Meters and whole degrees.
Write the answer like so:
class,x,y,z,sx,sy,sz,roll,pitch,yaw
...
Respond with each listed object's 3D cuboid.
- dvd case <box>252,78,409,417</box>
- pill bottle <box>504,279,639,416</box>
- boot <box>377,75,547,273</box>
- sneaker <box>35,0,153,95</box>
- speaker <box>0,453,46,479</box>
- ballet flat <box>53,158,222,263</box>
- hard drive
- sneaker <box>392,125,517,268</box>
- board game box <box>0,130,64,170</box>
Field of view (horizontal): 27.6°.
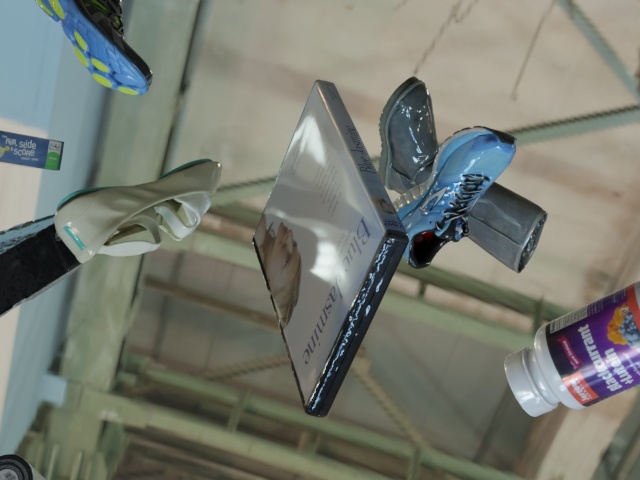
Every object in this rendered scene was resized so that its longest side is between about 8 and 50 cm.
class,x,y,z,sx,sy,sz,roll,pitch,yaw
dvd case,0.000,0.000,1.095,0.022,0.180,0.253,11,-150,-22
pill bottle,0.315,0.130,1.503,0.108,0.193,0.108,45,-151,-33
boot,0.164,-0.073,1.495,0.076,0.189,0.208,-39,-119,-23
sneaker,-0.222,-0.226,1.308,0.078,0.067,0.188,-28,-111,-26
speaker,-0.306,0.259,1.335,0.055,0.136,0.055,0,-112,1
ballet flat,-0.187,-0.028,1.458,0.086,0.086,0.248,38,-144,27
hard drive,-0.417,0.070,1.383,0.237,0.064,0.339,-14,-165,32
sneaker,0.121,-0.033,1.138,0.063,0.162,0.073,14,-135,-26
board game box,-0.402,-0.111,1.444,0.201,0.035,0.136,9,180,-30
